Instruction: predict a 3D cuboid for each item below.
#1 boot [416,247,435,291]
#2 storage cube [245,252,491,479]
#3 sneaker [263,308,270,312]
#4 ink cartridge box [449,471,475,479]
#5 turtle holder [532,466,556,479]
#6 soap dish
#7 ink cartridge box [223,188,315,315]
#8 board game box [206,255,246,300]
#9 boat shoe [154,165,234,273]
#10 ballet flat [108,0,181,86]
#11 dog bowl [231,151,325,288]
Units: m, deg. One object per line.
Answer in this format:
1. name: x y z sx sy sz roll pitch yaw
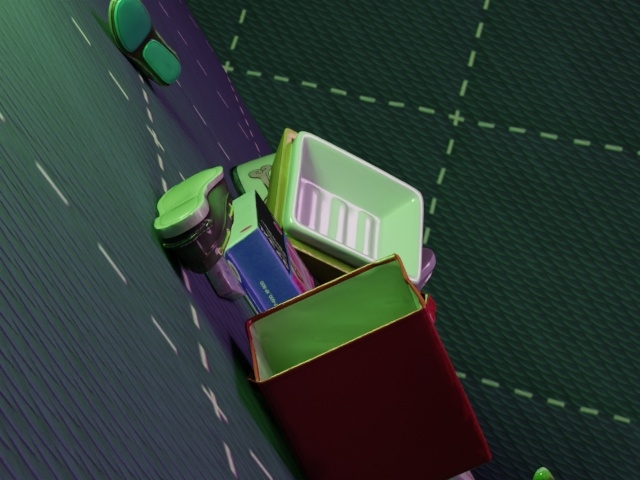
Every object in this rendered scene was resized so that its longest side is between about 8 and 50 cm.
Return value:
1. boot: 0.116 0.130 2.422 0.095 0.258 0.123 25 -32 53
2. storage cube: 0.046 0.158 1.489 0.183 0.215 0.193 -113 177 -71
3. sneaker: -0.057 0.114 1.663 0.070 0.051 0.134 58 0 13
4. ink cartridge box: 0.119 0.272 1.899 0.237 0.100 0.172 61 6 32
5. turtle holder: 0.200 0.386 1.495 0.243 0.227 0.320 56 4 -27
6. soap dish: 0.035 -0.029 2.314 0.291 0.118 0.229 26 49 -26
7. ink cartridge box: -0.071 0.045 1.989 0.175 0.069 0.371 58 6 -13
8. board game box: -0.126 0.028 1.660 0.090 0.020 0.090 59 3 10
9. boat shoe: -0.136 -0.024 1.547 0.068 0.081 0.228 61 10 -14
10. ballet flat: -0.282 -0.307 2.095 0.068 0.072 0.213 28 -15 32
11. dog bowl: 0.000 0.000 2.589 0.408 0.150 0.408 58 4 -6
